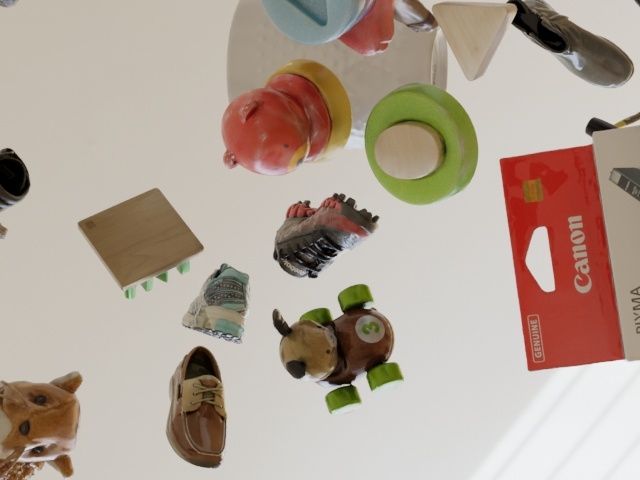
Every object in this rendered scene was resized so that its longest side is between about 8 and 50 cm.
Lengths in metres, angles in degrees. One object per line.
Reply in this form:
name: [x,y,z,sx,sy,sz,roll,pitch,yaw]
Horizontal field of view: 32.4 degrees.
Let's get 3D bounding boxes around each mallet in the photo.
mallet: [0.566,-0.226,2.106,0.190,0.062,0.039,-31,-39,-51]

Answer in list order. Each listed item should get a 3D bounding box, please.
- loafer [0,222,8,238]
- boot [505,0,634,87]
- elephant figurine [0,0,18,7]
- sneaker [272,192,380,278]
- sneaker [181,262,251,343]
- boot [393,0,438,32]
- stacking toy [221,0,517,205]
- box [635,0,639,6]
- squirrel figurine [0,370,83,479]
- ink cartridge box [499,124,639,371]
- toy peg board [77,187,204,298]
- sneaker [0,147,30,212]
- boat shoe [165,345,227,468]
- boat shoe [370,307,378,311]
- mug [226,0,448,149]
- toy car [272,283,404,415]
loafer: [-0.662,-0.044,2.152,0.045,0.125,0.039,100,-165,-54]
boot: [0.423,-0.334,1.899,0.083,0.246,0.161,-57,-7,22]
elephant figurine: [-0.471,-0.503,1.798,0.239,0.186,0.169,-44,-22,-40]
sneaker: [0.000,0.000,1.785,0.135,0.098,0.276,-59,20,-16]
sneaker: [-0.158,0.105,1.851,0.283,0.110,0.122,166,123,-76]
boot: [0.121,-0.308,1.451,0.042,0.087,0.118,-54,19,1]
stacking toy: [0.029,-0.168,1.129,0.130,0.280,0.308,-27,-40,-46]
box: [0.671,-0.386,1.696,0.395,0.293,0.212,58,-159,20]
squirrel figurine: [-0.592,0.311,1.950,0.397,0.371,0.281,74,-164,-78]
ink cartridge box: [0.374,0.009,1.404,0.066,0.261,0.296,28,-126,-74]
toy peg board: [-0.313,0.014,1.917,0.160,0.161,0.079,49,150,27]
sneaker: [-0.546,-0.106,1.851,0.104,0.147,0.295,57,-169,-24]
boat shoe: [-0.251,0.332,2.266,0.324,0.123,0.119,-116,41,-58]
boat shoe: [0.062,0.179,1.871,0.048,0.056,0.153,-81,10,-52]
mug: [0.047,-0.336,1.877,0.276,0.328,0.374,41,-125,-71]
toy car: [0.003,0.146,1.534,0.188,0.149,0.155,16,-133,-53]
